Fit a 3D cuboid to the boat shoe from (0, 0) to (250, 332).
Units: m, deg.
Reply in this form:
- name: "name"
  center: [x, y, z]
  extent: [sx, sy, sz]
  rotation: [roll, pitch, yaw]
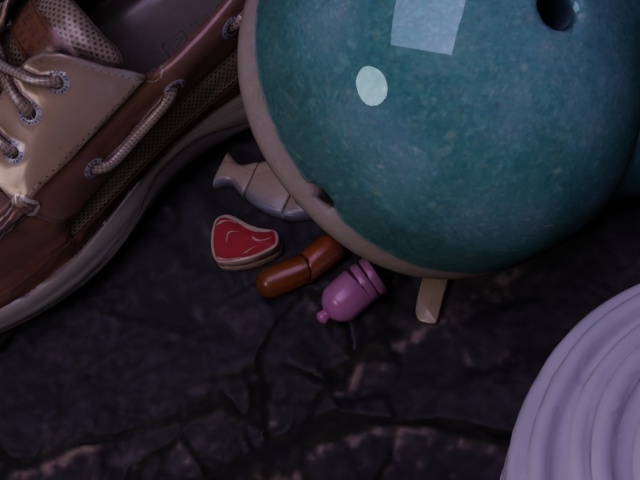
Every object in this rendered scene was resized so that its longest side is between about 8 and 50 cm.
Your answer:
- name: "boat shoe"
  center: [-0.115, -0.073, 0.907]
  extent: [0.324, 0.116, 0.123]
  rotation: [-39, 58, -6]

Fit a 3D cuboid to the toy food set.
- name: "toy food set"
  center: [0.000, 0.000, 0.904]
  extent: [0.122, 0.019, 0.078]
  rotation: [9, 70, 18]

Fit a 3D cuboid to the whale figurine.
- name: "whale figurine"
  center: [0.092, -0.109, 0.840]
  extent: [0.216, 0.141, 0.272]
  rotation: [49, 64, -9]

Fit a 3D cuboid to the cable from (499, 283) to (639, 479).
- name: "cable"
  center: [0.188, 0.115, 0.723]
  extent: [0.257, 0.089, 0.257]
  rotation: [32, 53, 27]
